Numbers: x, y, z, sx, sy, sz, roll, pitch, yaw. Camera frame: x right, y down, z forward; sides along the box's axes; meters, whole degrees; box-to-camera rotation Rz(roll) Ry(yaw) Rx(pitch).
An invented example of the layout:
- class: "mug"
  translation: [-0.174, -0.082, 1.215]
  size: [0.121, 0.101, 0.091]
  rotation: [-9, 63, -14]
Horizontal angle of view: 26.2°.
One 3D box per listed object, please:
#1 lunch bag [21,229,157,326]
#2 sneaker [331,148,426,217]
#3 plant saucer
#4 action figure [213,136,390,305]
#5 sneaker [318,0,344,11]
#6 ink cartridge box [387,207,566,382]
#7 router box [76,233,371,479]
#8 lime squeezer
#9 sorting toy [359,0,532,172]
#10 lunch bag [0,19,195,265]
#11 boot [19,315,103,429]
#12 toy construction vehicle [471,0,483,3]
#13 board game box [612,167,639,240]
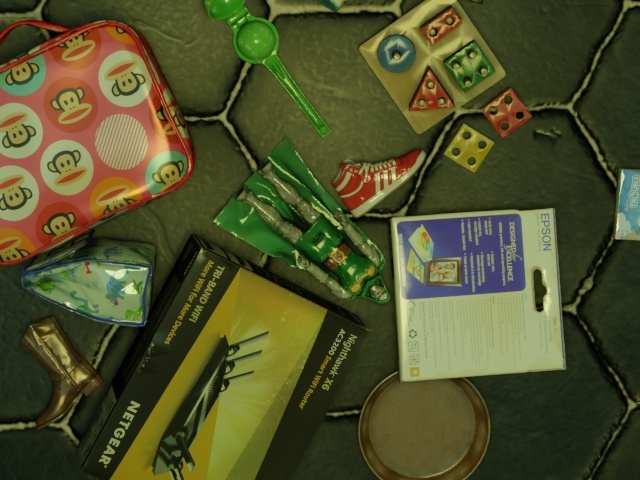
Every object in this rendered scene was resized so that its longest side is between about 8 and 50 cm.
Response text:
- class: "lunch bag"
  translation: [-0.275, 0.041, 1.650]
  size: [0.151, 0.129, 0.096]
  rotation: [6, 100, -4]
- class: "sneaker"
  translation: [0.069, -0.088, 1.696]
  size: [0.118, 0.042, 0.067]
  rotation: [-40, 101, 5]
- class: "plant saucer"
  translation: [0.131, 0.238, 1.751]
  size: [0.168, 0.029, 0.168]
  rotation: [0, 97, -2]
- class: "action figure"
  translation: [0.000, 0.000, 1.698]
  size: [0.232, 0.063, 0.137]
  rotation: [41, 91, -11]
- class: "sneaker"
  translation: [-0.026, -0.385, 1.635]
  size: [0.092, 0.087, 0.229]
  rotation: [-43, 105, -4]
- class: "ink cartridge box"
  translation: [0.193, 0.067, 1.710]
  size: [0.208, 0.045, 0.206]
  rotation: [-3, 91, -4]
- class: "router box"
  translation: [-0.119, 0.183, 1.680]
  size: [0.243, 0.081, 0.309]
  rotation: [26, 96, -19]
- class: "lime squeezer"
  translation: [-0.080, -0.254, 1.641]
  size: [0.059, 0.110, 0.310]
  rotation: [-47, 129, -13]
- class: "sorting toy"
  translation: [0.141, -0.208, 1.669]
  size: [0.132, 0.046, 0.274]
  rotation: [-34, 102, 11]
- class: "lunch bag"
  translation: [-0.317, -0.133, 1.629]
  size: [0.293, 0.120, 0.258]
  rotation: [-23, 98, 1]
- class: "boot"
  translation: [-0.344, 0.162, 1.709]
  size: [0.106, 0.037, 0.114]
  rotation: [-40, 101, -11]
- class: "toy construction vehicle"
  translation: [0.161, -0.341, 1.675]
  size: [0.098, 0.035, 0.086]
  rotation: [14, 108, -2]
- class: "board game box"
  translation: [0.417, -0.044, 1.733]
  size: [0.090, 0.020, 0.090]
  rotation: [3, 98, -2]
